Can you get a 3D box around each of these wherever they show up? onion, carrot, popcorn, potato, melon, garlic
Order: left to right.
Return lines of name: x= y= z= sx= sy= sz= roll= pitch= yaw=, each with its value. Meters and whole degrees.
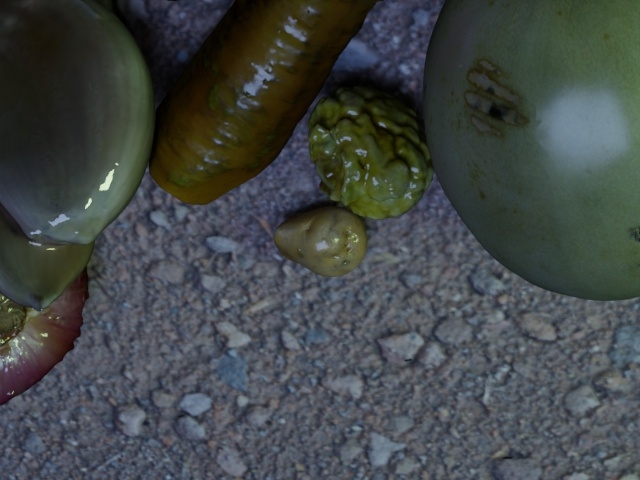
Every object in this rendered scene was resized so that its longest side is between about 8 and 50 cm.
onion: x=-0.342 y=0.045 z=1.707 sx=0.163 sy=0.230 sz=0.230 roll=29 pitch=141 yaw=47
garlic: x=-0.267 y=-0.088 z=1.552 sx=0.279 sy=0.132 sz=0.325 roll=-43 pitch=71 yaw=9
carrot: x=-0.046 y=-0.152 z=1.516 sx=0.114 sy=0.114 sz=0.302 roll=33 pitch=125 yaw=-9
potato: x=0.000 y=0.000 z=1.647 sx=0.083 sy=0.062 sz=0.068 roll=10 pitch=114 yaw=35
popcorn: x=0.038 y=-0.072 z=1.547 sx=0.121 sy=0.116 sz=0.106 roll=32 pitch=144 yaw=-8
melon: x=0.219 y=-0.091 z=1.385 sx=0.268 sy=0.268 sz=0.330 roll=-3 pitch=135 yaw=17
